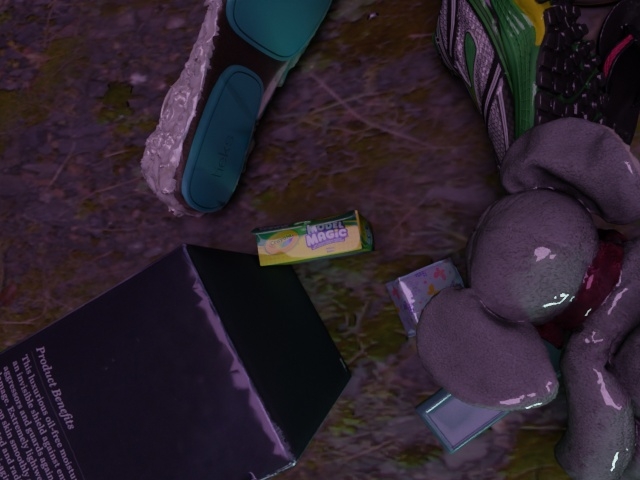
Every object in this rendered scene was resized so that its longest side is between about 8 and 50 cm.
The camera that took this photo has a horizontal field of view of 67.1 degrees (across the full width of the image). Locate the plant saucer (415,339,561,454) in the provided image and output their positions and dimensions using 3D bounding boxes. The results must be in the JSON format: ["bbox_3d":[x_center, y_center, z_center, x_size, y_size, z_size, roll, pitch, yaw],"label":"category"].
[{"bbox_3d":[0.204,0.166,0.553,0.192,0.018,0.067,-39,80,7],"label":"plant saucer"}]

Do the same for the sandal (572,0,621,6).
[{"bbox_3d":[0.283,-0.322,0.547,0.220,0.060,0.089,6,87,11],"label":"sandal"}]

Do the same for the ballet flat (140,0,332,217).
[{"bbox_3d":[-0.114,-0.227,0.589,0.147,0.147,0.408,27,92,12],"label":"ballet flat"}]

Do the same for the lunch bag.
[{"bbox_3d":[0.128,0.065,0.556,0.083,0.053,0.071,-21,81,-17],"label":"lunch bag"}]

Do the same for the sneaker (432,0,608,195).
[{"bbox_3d":[0.211,-0.197,0.535,0.134,0.146,0.343,-14,96,-32],"label":"sneaker"}]

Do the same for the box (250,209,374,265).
[{"bbox_3d":[0.000,0.000,0.520,0.105,0.179,0.043,-10,84,11],"label":"box"}]

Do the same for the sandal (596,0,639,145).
[{"bbox_3d":[0.341,-0.184,0.536,0.067,0.040,0.179,11,89,9],"label":"sandal"}]

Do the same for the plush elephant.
[{"bbox_3d":[0.237,0.054,0.428,0.255,0.330,0.271,37,90,31],"label":"plush elephant"}]

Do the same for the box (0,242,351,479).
[{"bbox_3d":[-0.151,0.152,0.482,0.294,0.296,0.182,-29,81,7],"label":"box"}]
